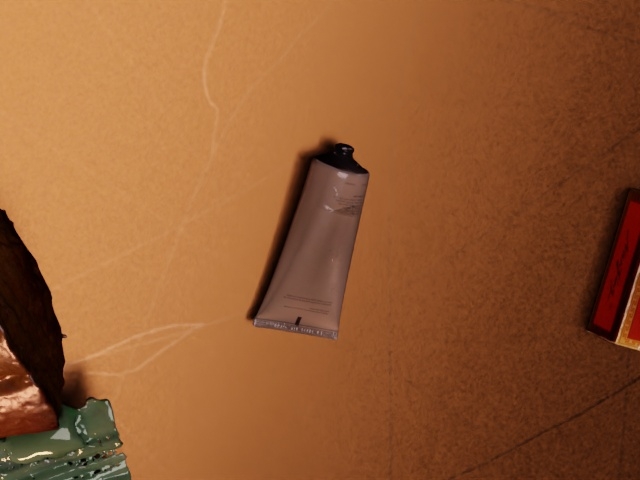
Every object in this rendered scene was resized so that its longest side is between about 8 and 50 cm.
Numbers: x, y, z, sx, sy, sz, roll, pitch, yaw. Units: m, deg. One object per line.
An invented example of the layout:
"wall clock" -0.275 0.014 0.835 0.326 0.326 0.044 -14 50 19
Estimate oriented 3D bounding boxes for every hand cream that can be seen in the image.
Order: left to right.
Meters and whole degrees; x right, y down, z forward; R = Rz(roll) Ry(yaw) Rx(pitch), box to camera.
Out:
"hand cream" 0.000 0.000 1.773 0.087 0.054 0.186 11 103 -22

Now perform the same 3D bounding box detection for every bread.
"bread" -0.293 0.059 1.606 0.135 0.232 0.246 -17 148 -2

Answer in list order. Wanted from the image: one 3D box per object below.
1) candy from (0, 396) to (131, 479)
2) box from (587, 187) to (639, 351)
"candy" -0.255 0.360 1.719 0.263 0.172 0.397 -17 92 -7
"box" 0.399 0.052 1.886 0.240 0.074 0.153 14 99 -19
